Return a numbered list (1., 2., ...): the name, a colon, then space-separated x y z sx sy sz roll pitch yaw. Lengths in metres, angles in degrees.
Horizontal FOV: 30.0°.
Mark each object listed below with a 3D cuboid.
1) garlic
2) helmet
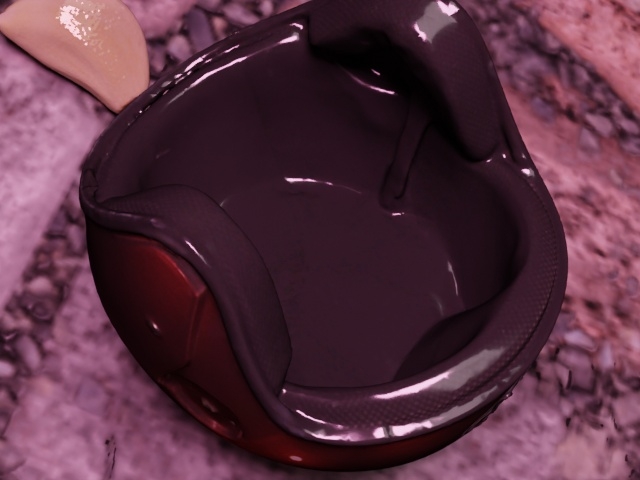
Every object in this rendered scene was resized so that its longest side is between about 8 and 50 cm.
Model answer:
1. garlic: -0.122 -0.106 0.628 0.083 0.041 0.053 39 64 -6
2. helmet: 0.000 0.000 0.527 0.216 0.193 0.189 36 62 16
